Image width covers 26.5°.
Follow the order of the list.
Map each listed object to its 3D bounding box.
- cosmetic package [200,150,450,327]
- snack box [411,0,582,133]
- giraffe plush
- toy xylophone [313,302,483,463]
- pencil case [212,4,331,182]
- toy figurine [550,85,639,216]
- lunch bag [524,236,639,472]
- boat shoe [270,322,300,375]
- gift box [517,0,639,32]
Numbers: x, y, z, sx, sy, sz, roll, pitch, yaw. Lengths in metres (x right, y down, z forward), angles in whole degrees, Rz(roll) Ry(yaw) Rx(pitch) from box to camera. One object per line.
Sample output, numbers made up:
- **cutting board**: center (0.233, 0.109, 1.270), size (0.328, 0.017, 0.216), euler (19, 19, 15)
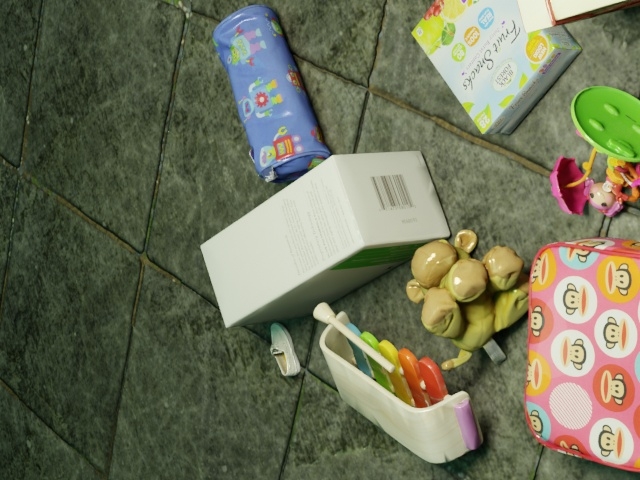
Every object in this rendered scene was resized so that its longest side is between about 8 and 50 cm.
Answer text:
- **cosmetic package**: center (0.000, 0.000, 2.130), size (0.365, 0.197, 0.155), euler (-34, 70, 46)
- **snack box**: center (0.245, -0.283, 1.920), size (0.174, 0.070, 0.207), euler (-53, 58, 36)
- **giraffe plush**: center (0.200, 0.063, 1.966), size (0.170, 0.181, 0.210), euler (57, 167, 41)
- **toy xylophone**: center (0.103, 0.206, 2.047), size (0.323, 0.081, 0.236), euler (37, 154, 39)
- **pencil case**: center (-0.086, -0.236, 2.255), size (0.133, 0.119, 0.306), euler (-27, 71, 23)
- **toy figurine**: center (0.376, -0.090, 1.789), size (0.173, 0.130, 0.159), euler (37, 138, 11)
- **lunch bag**: center (0.396, 0.146, 1.758), size (0.258, 0.120, 0.293), euler (10, 101, 47)
- **boat shoe**: center (-0.069, 0.189, 2.344), size (0.035, 0.035, 0.100), euler (-37, 67, 44)
- **gift box**: center (0.358, -0.415, 1.651), size (0.258, 0.255, 0.276), euler (-12, 91, 46)
